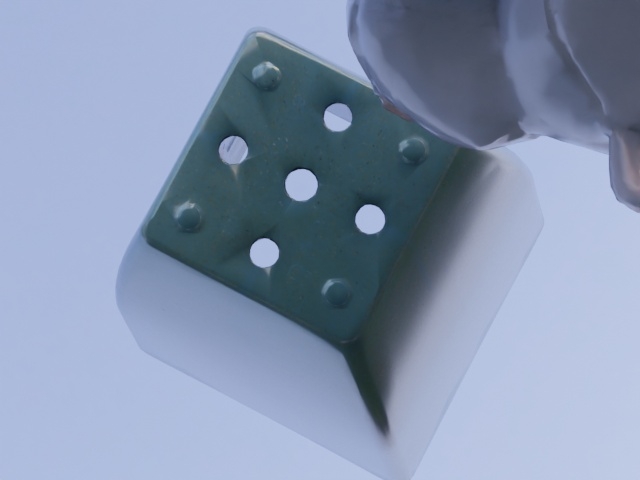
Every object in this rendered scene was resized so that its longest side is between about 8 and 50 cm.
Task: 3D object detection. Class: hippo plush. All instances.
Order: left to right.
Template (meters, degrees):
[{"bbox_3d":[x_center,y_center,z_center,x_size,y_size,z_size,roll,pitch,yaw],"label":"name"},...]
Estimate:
[{"bbox_3d":[0.098,-0.154,0.693,0.234,0.294,0.236,-58,-46,-35],"label":"hippo plush"}]

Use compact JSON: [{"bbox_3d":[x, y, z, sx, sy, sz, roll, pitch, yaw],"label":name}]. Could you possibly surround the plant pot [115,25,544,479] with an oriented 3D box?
[{"bbox_3d":[0.000,0.000,0.927,0.166,0.165,0.234,-62,-10,-7],"label":"plant pot"}]
